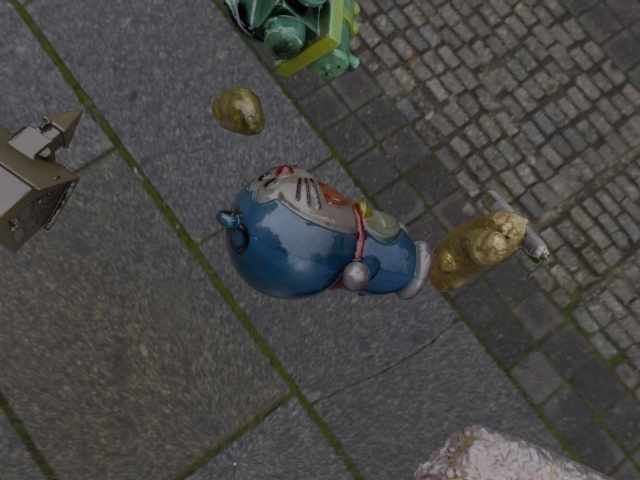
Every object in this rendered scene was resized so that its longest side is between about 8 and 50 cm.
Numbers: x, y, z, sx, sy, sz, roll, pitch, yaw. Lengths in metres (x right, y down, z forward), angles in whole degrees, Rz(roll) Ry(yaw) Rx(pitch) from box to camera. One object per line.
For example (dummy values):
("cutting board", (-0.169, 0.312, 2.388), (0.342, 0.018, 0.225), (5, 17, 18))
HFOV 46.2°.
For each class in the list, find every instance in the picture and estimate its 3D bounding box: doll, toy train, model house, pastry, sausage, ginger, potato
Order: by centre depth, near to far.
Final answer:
("doll", (0.000, 0.000, 0.496), (0.152, 0.114, 0.085), (14, 106, -29))
("pastry", (0.224, 0.256, 0.718), (0.265, 0.103, 0.112), (32, 76, -2))
("potato", (-0.080, -0.129, 0.741), (0.045, 0.092, 0.046), (14, 98, -24))
("ginger", (0.226, 0.007, 1.084), (0.081, 0.205, 0.115), (33, 67, -11))
("toy train", (-0.007, -0.381, 1.089), (0.237, 0.150, 0.368), (30, 52, -38))
("sausage", (0.294, -0.026, 1.149), (0.033, 0.269, 0.032), (-2, 113, -6))
("model house", (-0.462, -0.119, 1.193), (0.181, 0.176, 0.248), (34, 60, 8))
